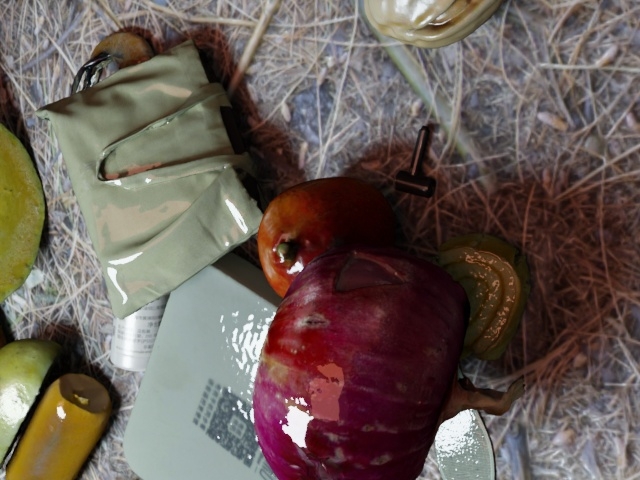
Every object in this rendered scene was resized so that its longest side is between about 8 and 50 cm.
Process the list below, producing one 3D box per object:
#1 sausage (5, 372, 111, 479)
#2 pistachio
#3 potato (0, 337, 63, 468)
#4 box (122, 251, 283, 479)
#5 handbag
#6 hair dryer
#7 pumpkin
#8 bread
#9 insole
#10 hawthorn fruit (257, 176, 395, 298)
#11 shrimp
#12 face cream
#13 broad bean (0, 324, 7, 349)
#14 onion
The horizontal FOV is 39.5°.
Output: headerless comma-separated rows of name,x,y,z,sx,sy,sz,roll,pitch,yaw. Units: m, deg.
sausage,-0.435,0.349,1.427,0.112,0.112,0.328,43,119,18
pistachio,0.142,-0.297,0.964,0.215,0.144,0.144,-37,78,20
potato,-0.507,0.255,1.403,0.111,0.160,0.271,29,118,-9
box,-0.079,0.246,1.207,0.373,0.090,0.367,31,113,22
handbag,-0.216,-0.090,1.172,0.253,0.109,0.315,-25,75,5
hair dryer,0.120,-0.096,1.072,0.047,0.026,0.083,16,98,26
pumpkin,-0.608,-0.035,1.348,0.199,0.332,0.332,-16,90,37
bread,0.177,0.069,1.038,0.117,0.064,0.156,28,115,23
insole,0.166,0.223,1.105,0.080,0.003,0.231,-16,90,32
hawthorn fruit,0.000,0.000,1.061,0.169,0.188,0.169,-3,84,33
shrimp,-0.298,-0.191,1.289,0.152,0.046,0.219,2,95,30
face cream,-0.252,0.051,1.282,0.082,0.082,0.268,15,104,28
broad bean,-0.576,0.175,1.497,0.114,0.084,0.165,-8,102,51
onion,0.039,0.154,0.933,0.273,0.230,0.256,-2,132,28
